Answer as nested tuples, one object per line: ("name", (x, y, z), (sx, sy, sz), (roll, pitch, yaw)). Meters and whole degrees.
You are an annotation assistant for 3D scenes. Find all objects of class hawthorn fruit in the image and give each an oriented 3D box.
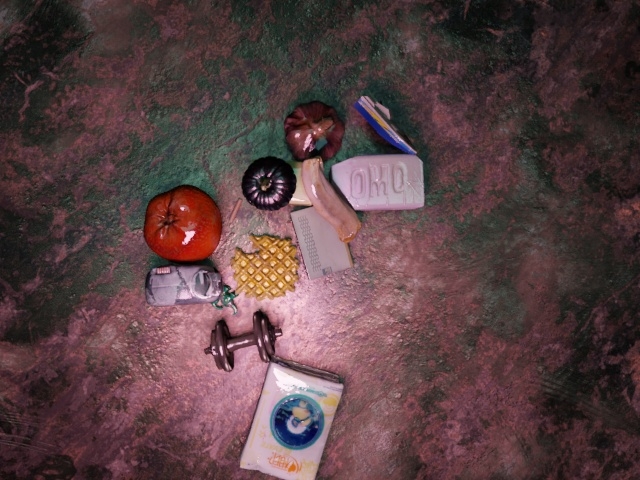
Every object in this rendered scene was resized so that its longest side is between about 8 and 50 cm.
("hawthorn fruit", (-0.479, -0.042, 1.619), (0.275, 0.300, 0.275), (-5, 56, 7))

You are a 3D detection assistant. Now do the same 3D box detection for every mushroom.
("mushroom", (0.033, -0.144, 1.647), (0.123, 0.095, 0.351), (-38, 116, -11))

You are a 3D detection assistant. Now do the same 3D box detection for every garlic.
("garlic", (-0.024, -0.408, 1.699), (0.245, 0.160, 0.245), (0, 90, -4))

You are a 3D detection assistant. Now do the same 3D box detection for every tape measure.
("tape measure", (-0.475, 0.156, 1.610), (0.275, 0.256, 0.147), (-3, 82, -5))

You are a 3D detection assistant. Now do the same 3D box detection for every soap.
("soap", (0.210, -0.220, 1.739), (0.347, 0.115, 0.208), (-2, 89, -4))

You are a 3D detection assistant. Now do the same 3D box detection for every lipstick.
("lipstick", (-0.325, -0.115, 1.743), (0.019, 0.019, 0.094), (24, 88, -4))

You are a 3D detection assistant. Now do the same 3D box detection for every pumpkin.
("pumpkin", (-0.178, -0.197, 1.572), (0.194, 0.150, 0.194), (-2, 62, 3))

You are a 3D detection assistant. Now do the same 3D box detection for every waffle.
("waffle", (-0.211, 0.106, 1.732), (0.261, 0.056, 0.250), (1, 90, -7))

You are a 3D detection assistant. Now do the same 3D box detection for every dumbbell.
("dumbbell", (-0.280, 0.367, 1.656), (0.290, 0.192, 0.192), (-13, 90, -2))

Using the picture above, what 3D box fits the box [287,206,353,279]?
("box", (0.000, 0.000, 1.748), (0.211, 0.045, 0.270), (-18, 91, -12))

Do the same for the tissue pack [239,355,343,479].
("tissue pack", (-0.107, 0.661, 1.682), (0.287, 0.162, 0.388), (17, 88, -1))

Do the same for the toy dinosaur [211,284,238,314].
("toy dinosaur", (-0.362, 0.228, 1.723), (0.132, 0.059, 0.096), (45, 95, 6))

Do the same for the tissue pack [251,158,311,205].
("tissue pack", (-0.146, -0.213, 1.704), (0.234, 0.125, 0.159), (3, 91, -4))

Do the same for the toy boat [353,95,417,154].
("toy boat", (0.261, -0.431, 1.716), (0.295, 0.129, 0.088), (50, 117, 11))
